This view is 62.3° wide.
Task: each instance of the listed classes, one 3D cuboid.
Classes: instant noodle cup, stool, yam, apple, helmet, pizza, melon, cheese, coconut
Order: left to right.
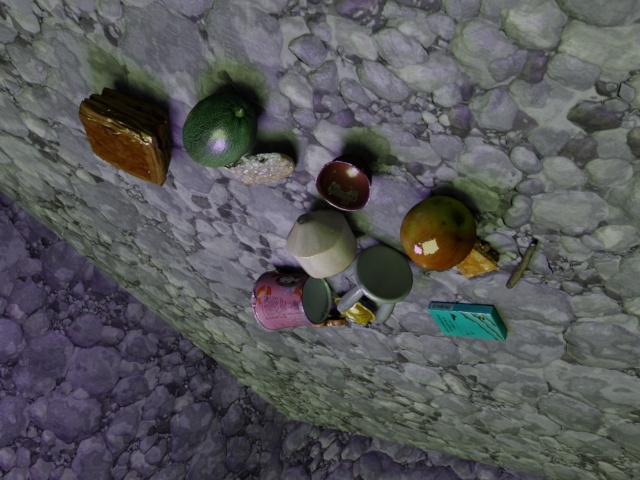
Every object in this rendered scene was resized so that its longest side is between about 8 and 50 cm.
[{"bbox_3d":[-0.267,-0.296,1.420,0.182,0.182,0.287,42,150,-22],"label":"melon"},{"bbox_3d":[-0.104,0.228,2.043,0.231,0.243,0.243,-8,135,35],"label":"instant noodle cup"},{"bbox_3d":[0.000,0.000,1.639,0.202,0.202,0.222,4,145,35],"label":"coconut"},{"bbox_3d":[0.075,-0.174,1.401,0.155,0.106,0.175,19,146,12],"label":"helmet"},{"bbox_3d":[0.137,0.285,2.078,0.177,0.069,0.270,19,155,20],"label":"cheese"},{"bbox_3d":[0.169,0.139,1.703,0.195,0.195,0.199,19,150,-10],"label":"stool"},{"bbox_3d":[0.307,-0.022,1.369,0.196,0.196,0.196,20,149,13],"label":"apple"},{"bbox_3d":[0.441,0.049,1.502,0.134,0.046,0.175,18,148,18],"label":"pizza"},{"bbox_3d":[0.554,0.072,1.464,0.029,0.027,0.234,-5,146,-3],"label":"yam"}]

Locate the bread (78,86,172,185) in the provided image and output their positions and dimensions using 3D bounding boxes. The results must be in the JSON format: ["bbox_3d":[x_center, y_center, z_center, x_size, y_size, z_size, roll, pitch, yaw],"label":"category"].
[{"bbox_3d":[-0.578,-0.326,1.640,0.277,0.167,0.324,27,158,1],"label":"bread"}]

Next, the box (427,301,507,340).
[{"bbox_3d":[0.498,0.273,1.796,0.226,0.042,0.161,0,140,40],"label":"box"}]

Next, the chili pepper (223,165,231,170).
[{"bbox_3d":[-0.270,-0.229,1.684,0.083,0.017,0.030,4,141,30],"label":"chili pepper"}]

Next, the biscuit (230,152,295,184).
[{"bbox_3d":[-0.175,-0.210,1.543,0.188,0.040,0.265,6,167,-34],"label":"biscuit"}]

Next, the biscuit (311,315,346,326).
[{"bbox_3d":[0.032,0.330,2.149,0.144,0.040,0.236,2,174,1],"label":"biscuit"}]
